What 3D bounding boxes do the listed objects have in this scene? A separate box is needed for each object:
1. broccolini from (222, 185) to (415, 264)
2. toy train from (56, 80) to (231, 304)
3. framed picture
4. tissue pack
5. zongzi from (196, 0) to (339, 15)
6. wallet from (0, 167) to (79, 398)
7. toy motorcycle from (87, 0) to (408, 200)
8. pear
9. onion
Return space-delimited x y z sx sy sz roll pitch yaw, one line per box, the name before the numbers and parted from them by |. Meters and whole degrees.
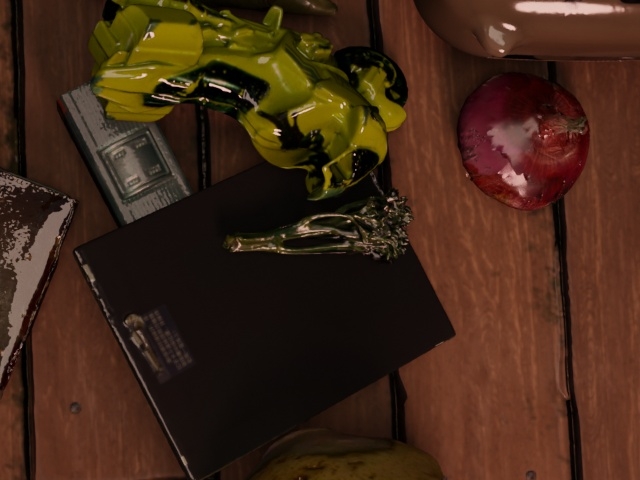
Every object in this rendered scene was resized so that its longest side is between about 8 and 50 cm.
broccolini | 0.003 -0.006 1.348 0.201 0.058 0.074 -8 72 -27
toy train | -0.143 0.020 1.373 0.086 0.089 0.409 -27 88 -11
framed picture | -0.047 0.055 1.351 0.339 0.014 0.255 -27 88 -28
tissue pack | 0.277 -0.306 1.334 0.387 0.267 0.277 1 88 -5
zongzi | -0.105 -0.364 1.383 0.274 0.125 0.250 5 93 -6
wallet | -0.343 0.044 1.384 0.122 0.031 0.232 21 83 2
toy motorcycle | -0.062 -0.144 1.329 0.342 0.142 0.206 13 41 -21
pear | 0.032 0.312 1.282 0.271 0.271 0.271 0 86 -4
onion | 0.225 -0.106 1.381 0.150 0.140 0.150 0 91 -21
